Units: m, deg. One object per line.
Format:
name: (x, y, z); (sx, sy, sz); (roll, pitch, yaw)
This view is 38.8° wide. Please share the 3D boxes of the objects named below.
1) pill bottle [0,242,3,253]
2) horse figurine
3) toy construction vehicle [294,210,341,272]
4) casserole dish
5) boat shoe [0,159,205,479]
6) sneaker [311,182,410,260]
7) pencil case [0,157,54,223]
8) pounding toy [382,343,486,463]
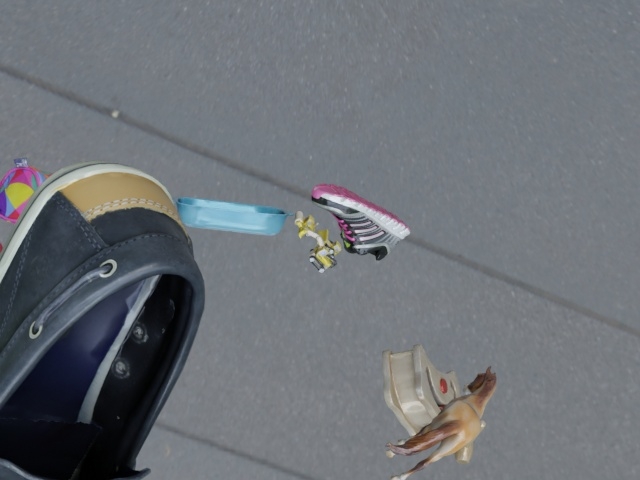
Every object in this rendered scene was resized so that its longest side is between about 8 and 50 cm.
pill bottle: (-0.544, -0.070, 1.153); (0.176, 0.176, 0.319); (-20, 104, 10)
horse figurine: (0.181, 0.275, 1.334); (0.174, 0.263, 0.066); (-37, 80, 16)
toy construction vehicle: (0.000, 0.000, 1.373); (0.035, 0.086, 0.098); (-30, 116, 20)
casserole dish: (-0.135, -0.036, 1.368); (0.188, 0.114, 0.037); (5, 98, -9)
boat shoe: (-0.239, 0.178, 0.764); (0.186, 0.156, 0.500); (13, 110, -45)
sneaker: (0.046, -0.019, 1.225); (0.170, 0.063, 0.075); (24, 102, -40)
pencil case: (-0.422, -0.058, 1.474); (0.104, 0.236, 0.105); (-5, 78, 23)
pounding toy: (0.237, 0.291, 1.727); (0.154, 0.154, 0.269); (-15, 130, 26)
